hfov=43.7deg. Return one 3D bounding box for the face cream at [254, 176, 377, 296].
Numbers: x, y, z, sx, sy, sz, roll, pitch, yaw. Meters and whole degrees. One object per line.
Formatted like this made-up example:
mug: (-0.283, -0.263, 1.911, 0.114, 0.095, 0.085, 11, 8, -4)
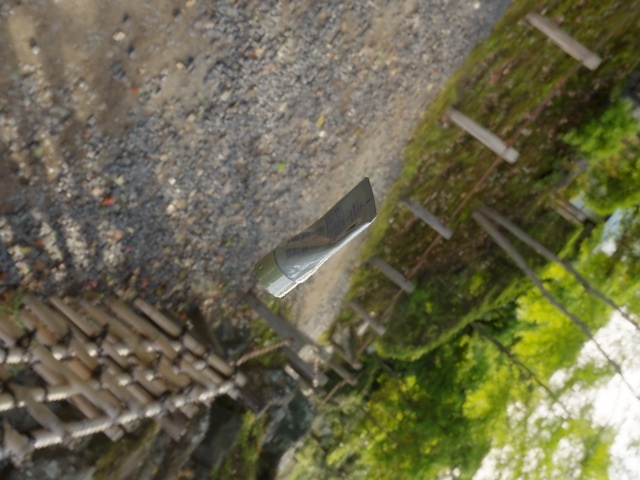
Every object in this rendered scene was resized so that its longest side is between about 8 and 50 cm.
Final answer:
face cream: (0.000, 0.000, 1.236, 0.224, 0.070, 0.114, -38, -149, 21)
